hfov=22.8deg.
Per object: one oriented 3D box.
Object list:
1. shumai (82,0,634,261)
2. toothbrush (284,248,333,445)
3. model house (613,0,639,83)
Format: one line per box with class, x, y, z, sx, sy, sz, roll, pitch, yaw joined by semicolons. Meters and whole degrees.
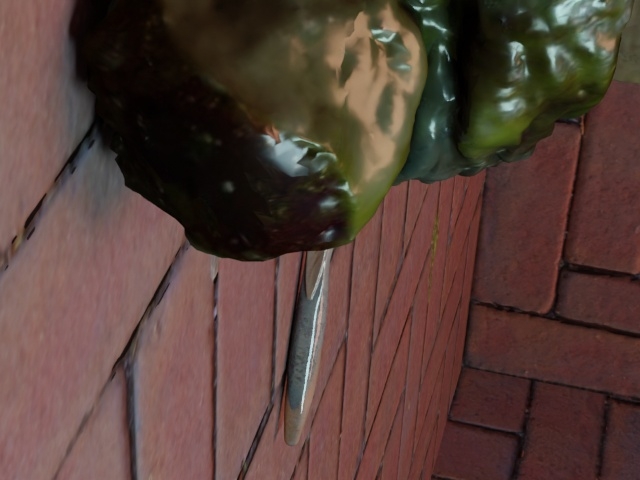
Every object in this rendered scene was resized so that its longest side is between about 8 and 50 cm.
shumai;-0.020;-0.127;0.818;0.263;0.304;0.309;-34;139;-24
toothbrush;0.000;0.000;1.375;0.037;0.028;0.375;-29;128;-70
model house;0.270;-0.269;1.179;0.243;0.284;0.298;87;14;-65
